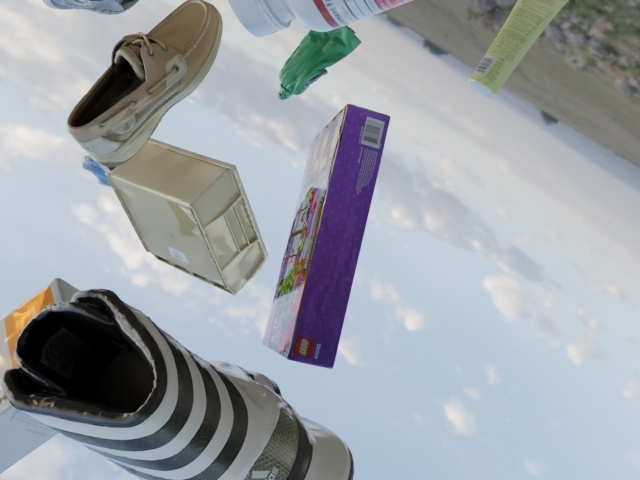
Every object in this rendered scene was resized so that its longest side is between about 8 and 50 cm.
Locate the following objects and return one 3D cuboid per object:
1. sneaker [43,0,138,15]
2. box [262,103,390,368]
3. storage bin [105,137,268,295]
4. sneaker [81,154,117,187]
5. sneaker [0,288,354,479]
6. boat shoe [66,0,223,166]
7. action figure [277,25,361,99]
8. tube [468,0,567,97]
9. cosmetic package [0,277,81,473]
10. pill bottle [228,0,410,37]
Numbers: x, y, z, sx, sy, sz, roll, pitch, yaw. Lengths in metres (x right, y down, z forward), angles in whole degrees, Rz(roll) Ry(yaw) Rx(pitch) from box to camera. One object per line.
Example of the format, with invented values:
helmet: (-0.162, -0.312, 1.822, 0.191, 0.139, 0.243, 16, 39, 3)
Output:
sneaker: (-0.423, -0.494, 1.350, 0.132, 0.086, 0.228, 8, -157, 40)
box: (0.000, 0.000, 0.840, 0.057, 0.293, 0.201, 15, 172, -11)
storage bin: (-0.263, -0.045, 1.375, 0.262, 0.260, 0.123, 20, -127, 33)
sneaker: (-0.456, -0.153, 1.548, 0.081, 0.080, 0.211, -4, 158, 15)
sneaker: (-0.167, 0.136, 0.667, 0.257, 0.169, 0.447, 45, 159, -18)
boat shoe: (-0.282, -0.282, 1.122, 0.121, 0.341, 0.110, 22, 162, 26)
action figure: (-0.022, -0.412, 1.564, 0.137, 0.232, 0.063, 53, -157, 18)
tube: (0.382, -0.393, 1.336, 0.070, 0.240, 0.062, 33, -179, -18)
cosmetic package: (-0.650, 0.311, 1.416, 0.230, 0.453, 0.161, 57, -175, 37)
pill bottle: (0.057, -0.457, 1.026, 0.229, 0.407, 0.229, -14, -90, -71)
